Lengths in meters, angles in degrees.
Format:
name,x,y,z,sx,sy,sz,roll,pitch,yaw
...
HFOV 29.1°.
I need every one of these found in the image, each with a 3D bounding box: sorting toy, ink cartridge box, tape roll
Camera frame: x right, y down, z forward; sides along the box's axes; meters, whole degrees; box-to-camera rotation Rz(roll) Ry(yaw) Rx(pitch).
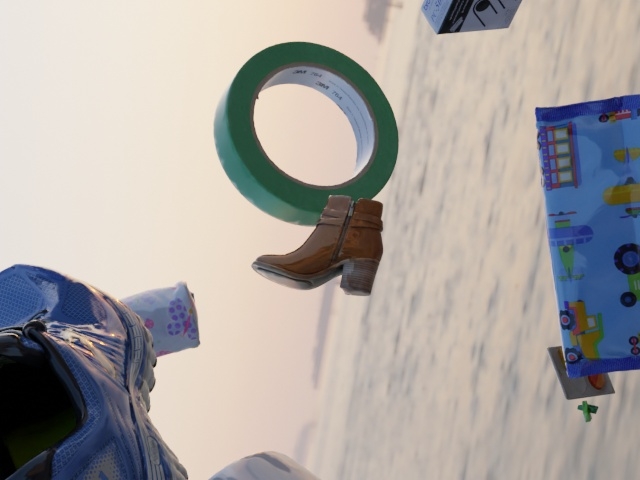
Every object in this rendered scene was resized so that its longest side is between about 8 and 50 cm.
name,x,y,z,sx,sy,sz,roll,pitch,yaw
sorting toy,0.259,0.137,1.199,0.012,0.062,0.083,123,138,-51
ink cartridge box,0.185,-0.307,1.278,0.046,0.097,0.207,63,148,31
tape roll,-0.023,-0.186,2.139,0.077,0.321,0.321,139,145,-61

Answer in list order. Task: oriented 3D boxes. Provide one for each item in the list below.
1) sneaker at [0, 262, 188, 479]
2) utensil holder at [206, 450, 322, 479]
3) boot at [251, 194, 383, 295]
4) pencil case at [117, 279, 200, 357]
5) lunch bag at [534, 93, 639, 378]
name,x,y,z,sx,sy,sz,roll,pitch,yaw
sneaker,-0.192,0.094,0.854,0.147,0.130,0.330,50,179,-35
utensil holder,0.003,0.483,1.477,0.327,0.385,0.327,-35,-38,-33
boot,0.000,0.000,1.902,0.073,0.197,0.152,88,-169,-72
pencil case,-0.326,0.146,1.956,0.124,0.273,0.113,-133,31,-74
lunch bag,0.287,-0.019,1.099,0.293,0.138,0.221,-21,-76,-71
